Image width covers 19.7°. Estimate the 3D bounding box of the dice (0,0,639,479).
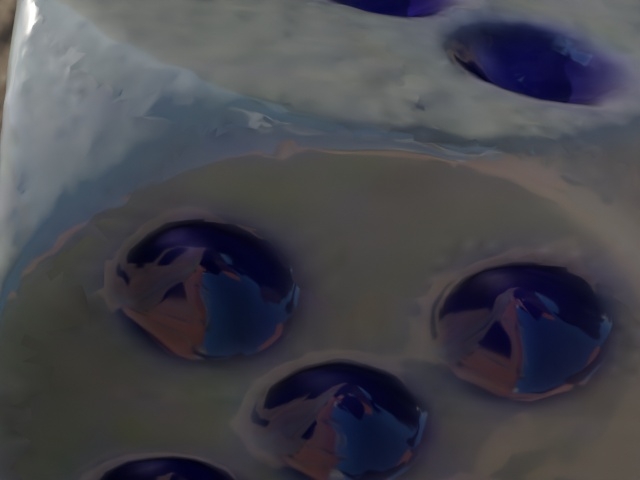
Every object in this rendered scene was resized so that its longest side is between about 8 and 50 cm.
[{"bbox_3d":[0.000,0.000,0.722,0.259,0.251,0.243,-96,16,-57],"label":"dice"}]
